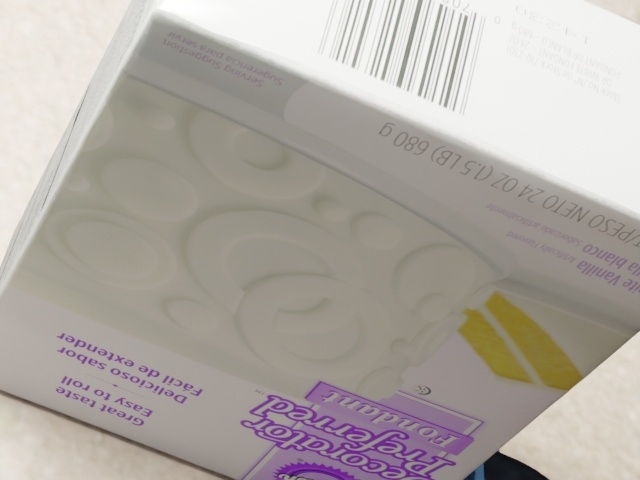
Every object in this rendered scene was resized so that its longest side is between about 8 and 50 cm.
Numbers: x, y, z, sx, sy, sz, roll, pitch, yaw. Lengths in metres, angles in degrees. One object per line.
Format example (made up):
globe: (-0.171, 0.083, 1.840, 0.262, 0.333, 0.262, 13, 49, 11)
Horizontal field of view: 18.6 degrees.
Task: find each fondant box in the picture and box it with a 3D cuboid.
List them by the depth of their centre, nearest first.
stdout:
fondant box: (0.000, 0.000, 0.861, 0.238, 0.330, 0.096, 22, 57, -11)

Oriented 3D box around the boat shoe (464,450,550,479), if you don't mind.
boat shoe: (0.089, 0.214, 0.919, 0.089, 0.109, 0.258, 24, 57, -14)
